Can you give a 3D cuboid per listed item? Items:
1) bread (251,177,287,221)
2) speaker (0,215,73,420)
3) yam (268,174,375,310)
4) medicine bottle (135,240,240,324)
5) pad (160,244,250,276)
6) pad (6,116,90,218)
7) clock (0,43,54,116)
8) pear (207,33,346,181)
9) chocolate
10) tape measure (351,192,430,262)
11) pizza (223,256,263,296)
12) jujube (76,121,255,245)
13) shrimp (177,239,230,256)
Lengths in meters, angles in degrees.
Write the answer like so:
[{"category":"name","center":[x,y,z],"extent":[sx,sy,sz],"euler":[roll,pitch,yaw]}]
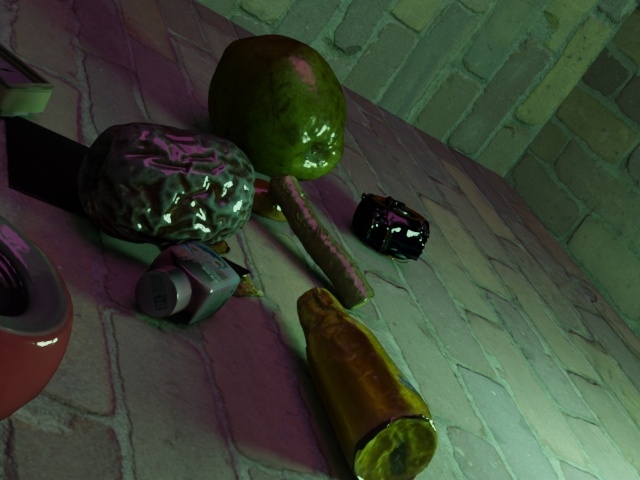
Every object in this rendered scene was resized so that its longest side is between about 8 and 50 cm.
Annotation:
[{"category":"bread","center":[-0.124,-0.099,2.349],"extent":[0.189,0.077,0.114],"euler":[20,29,-45]},{"category":"speaker","center":[-0.417,0.079,1.113],"extent":[0.294,0.294,0.294],"euler":[32,19,-12]},{"category":"yam","center":[0.000,0.000,2.239],"extent":[0.357,0.081,0.081],"euler":[57,25,17]},{"category":"medicine bottle","center":[-0.232,0.074,1.709],"extent":[0.119,0.094,0.188],"euler":[41,19,11]},{"category":"pad","center":[-0.218,0.035,1.916],"extent":[0.157,0.003,0.112],"euler":[27,16,17]},{"category":"pad","center":[-0.495,-0.137,1.897],"extent":[0.202,0.005,0.300],"euler":[24,22,-31]},{"category":"clock","center":[-0.639,-0.325,1.981],"extent":[0.192,0.071,0.147],"euler":[38,19,14]},{"category":"pear","center":[-0.113,-0.331,2.523],"extent":[0.352,0.352,0.413],"euler":[9,32,-53]},{"category":"chocolate","center":[0.055,0.224,1.759],"extent":[0.162,0.162,0.445],"euler":[24,21,-32]},{"category":"tape measure","center":[0.185,-0.040,2.646],"extent":[0.202,0.135,0.223],"euler":[21,17,-16]},{"category":"pizza","center":[-0.151,0.076,1.957],"extent":[0.108,0.026,0.123],"euler":[29,19,-28]},{"category":"jujube","center":[-0.269,-0.097,1.818],"extent":[0.316,0.226,0.226],"euler":[8,32,-34]},{"category":"shrimp","center":[-0.257,-0.024,1.975],"extent":[0.195,0.035,0.148],"euler":[37,23,19]}]
